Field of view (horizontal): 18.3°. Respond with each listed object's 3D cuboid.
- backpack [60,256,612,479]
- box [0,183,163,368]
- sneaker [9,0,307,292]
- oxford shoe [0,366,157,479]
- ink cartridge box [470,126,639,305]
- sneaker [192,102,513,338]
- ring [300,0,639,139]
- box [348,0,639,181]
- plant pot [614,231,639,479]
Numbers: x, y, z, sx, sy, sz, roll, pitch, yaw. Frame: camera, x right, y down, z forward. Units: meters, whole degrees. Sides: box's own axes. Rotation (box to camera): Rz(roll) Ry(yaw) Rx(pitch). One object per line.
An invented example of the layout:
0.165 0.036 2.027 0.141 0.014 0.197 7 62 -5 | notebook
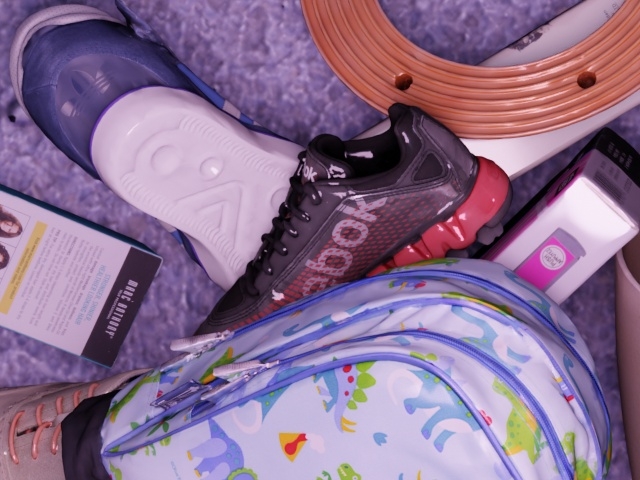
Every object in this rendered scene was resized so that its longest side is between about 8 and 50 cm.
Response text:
0.026 0.165 1.323 0.355 0.273 0.290 -28 90 6 | backpack
-0.255 0.008 1.549 0.244 0.060 0.101 24 94 -24 | box
-0.108 -0.074 1.561 0.130 0.236 0.323 -50 136 4 | sneaker
-0.193 0.150 1.536 0.397 0.146 0.140 -4 57 -7 | oxford shoe
0.098 0.076 1.488 0.069 0.176 0.371 42 109 0 | ink cartridge box
0.000 0.000 1.457 0.276 0.098 0.135 -36 114 10 | sneaker
0.145 -0.226 1.523 0.336 0.032 0.337 -6 67 14 | ring
0.153 -0.103 1.561 0.275 0.113 0.094 -30 92 1 | box
0.332 0.136 1.509 0.256 0.256 0.274 5 119 0 | plant pot
